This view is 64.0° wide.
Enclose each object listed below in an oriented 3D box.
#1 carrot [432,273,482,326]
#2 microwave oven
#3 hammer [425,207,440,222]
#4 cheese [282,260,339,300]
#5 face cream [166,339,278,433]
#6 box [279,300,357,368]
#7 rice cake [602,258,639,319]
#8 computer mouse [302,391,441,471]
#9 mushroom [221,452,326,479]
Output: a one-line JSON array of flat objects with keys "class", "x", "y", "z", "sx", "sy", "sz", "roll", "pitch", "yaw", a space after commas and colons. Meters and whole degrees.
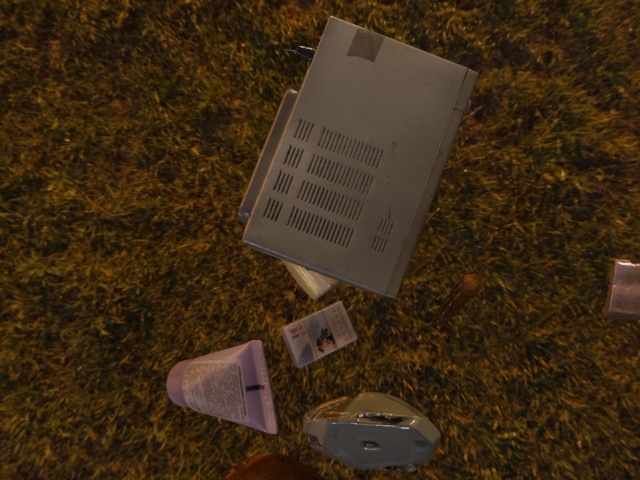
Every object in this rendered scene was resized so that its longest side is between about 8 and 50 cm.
[{"class": "carrot", "x": 0.455, "y": 0.205, "z": 1.718, "sx": 0.070, "sy": 0.070, "sz": 0.260, "roll": 26, "pitch": 135, "yaw": 2}, {"class": "microwave oven", "x": 0.031, "y": -0.080, "z": 0.556, "sx": 0.194, "sy": 0.145, "sz": 0.240, "roll": 20, "pitch": 86, "yaw": 2}, {"class": "hammer", "x": 0.325, "y": -0.056, "z": 1.587, "sx": 0.123, "sy": 0.014, "sz": 0.029, "roll": -45, "pitch": 65, "yaw": 9}, {"class": "cheese", "x": 0.000, "y": 0.000, "z": 1.410, "sx": 0.243, "sy": 0.124, "sz": 0.265, "roll": -30, "pitch": 77, "yaw": -36}, {"class": "face cream", "x": -0.175, "y": 0.258, "z": 0.919, "sx": 0.274, "sy": 0.096, "sz": 0.153, "roll": -13, "pitch": 83, "yaw": 46}, {"class": "box", "x": -0.007, "y": 0.323, "z": 1.771, "sx": 0.233, "sy": 0.067, "sz": 0.149, "roll": -23, "pitch": 86, "yaw": -20}, {"class": "rice cake", "x": 0.632, "y": 0.089, "z": 0.833, "sx": 0.298, "sy": 0.050, "sz": 0.106, "roll": 4, "pitch": 74, "yaw": 24}, {"class": "computer mouse", "x": 0.152, "y": 0.555, "z": 1.524, "sx": 0.430, "sy": 0.145, "sz": 0.228, "roll": -11, "pitch": 117, "yaw": 27}, {"class": "mushroom", "x": -0.049, "y": 0.413, "z": 0.706, "sx": 0.138, "sy": 0.194, "sz": 0.231, "roll": -31, "pitch": 115, "yaw": 36}]
